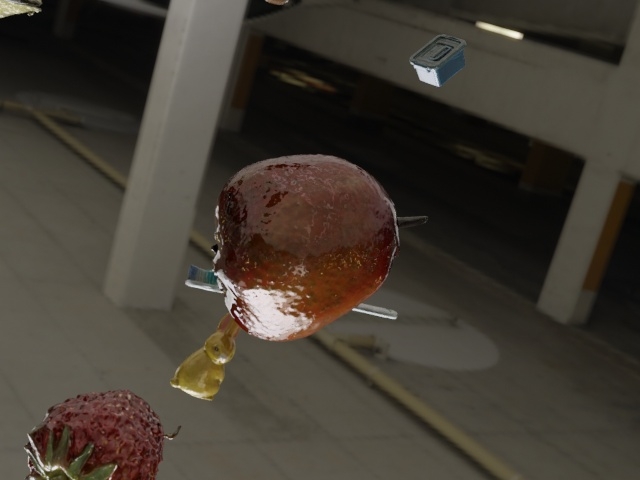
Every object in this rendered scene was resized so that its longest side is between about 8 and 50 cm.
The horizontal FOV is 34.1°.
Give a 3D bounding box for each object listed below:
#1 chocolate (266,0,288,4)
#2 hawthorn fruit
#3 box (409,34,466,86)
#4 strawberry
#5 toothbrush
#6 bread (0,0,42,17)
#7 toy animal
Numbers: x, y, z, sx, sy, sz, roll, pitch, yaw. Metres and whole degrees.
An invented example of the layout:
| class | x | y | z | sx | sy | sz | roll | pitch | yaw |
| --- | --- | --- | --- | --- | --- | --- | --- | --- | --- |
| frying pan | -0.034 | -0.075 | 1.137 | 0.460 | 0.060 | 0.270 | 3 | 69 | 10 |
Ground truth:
| class | x | y | z | sx | sy | sz | roll | pitch | yaw |
| --- | --- | --- | --- | --- | --- | --- | --- | --- | --- |
| chocolate | -0.103 | -0.522 | 1.800 | 0.214 | 0.148 | 0.093 | 48 | -160 | 26 |
| hawthorn fruit | 0.000 | 0.000 | 1.652 | 0.368 | 0.285 | 0.285 | -13 | -157 | -18 |
| box | 0.225 | -0.336 | 1.965 | 0.099 | 0.054 | 0.074 | -40 | -139 | -21 |
| strawberry | -0.421 | 0.421 | 2.114 | 0.292 | 0.292 | 0.343 | 21 | -153 | 18 |
| toothbrush | -0.050 | 0.109 | 1.978 | 0.417 | 0.040 | 0.042 | 13 | -176 | -14 |
| bread | -0.692 | -0.426 | 1.818 | 0.345 | 0.405 | 0.242 | -1 | -117 | -42 |
| toy animal | -0.180 | 0.190 | 1.758 | 0.083 | 0.159 | 0.070 | 22 | -160 | -43 |
